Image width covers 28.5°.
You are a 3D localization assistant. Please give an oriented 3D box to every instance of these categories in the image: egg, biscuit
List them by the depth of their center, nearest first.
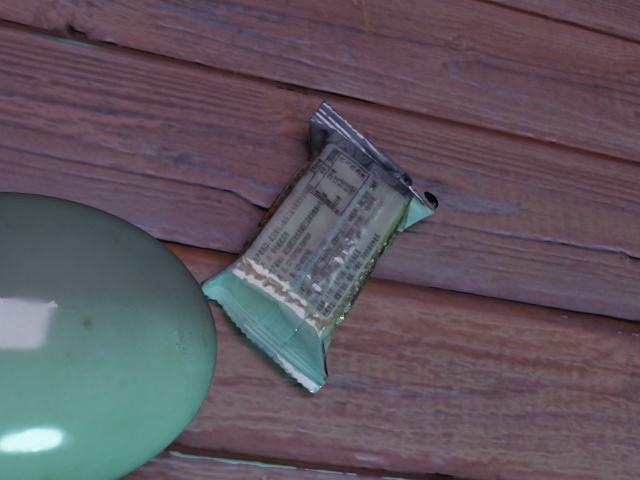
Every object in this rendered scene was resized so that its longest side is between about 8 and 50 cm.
[{"bbox_3d":[-0.279,0.095,1.106,0.388,0.276,0.276,2,64,-27],"label":"egg"},{"bbox_3d":[0.004,0.003,1.413,0.186,0.079,0.309,37,54,-7],"label":"biscuit"}]
